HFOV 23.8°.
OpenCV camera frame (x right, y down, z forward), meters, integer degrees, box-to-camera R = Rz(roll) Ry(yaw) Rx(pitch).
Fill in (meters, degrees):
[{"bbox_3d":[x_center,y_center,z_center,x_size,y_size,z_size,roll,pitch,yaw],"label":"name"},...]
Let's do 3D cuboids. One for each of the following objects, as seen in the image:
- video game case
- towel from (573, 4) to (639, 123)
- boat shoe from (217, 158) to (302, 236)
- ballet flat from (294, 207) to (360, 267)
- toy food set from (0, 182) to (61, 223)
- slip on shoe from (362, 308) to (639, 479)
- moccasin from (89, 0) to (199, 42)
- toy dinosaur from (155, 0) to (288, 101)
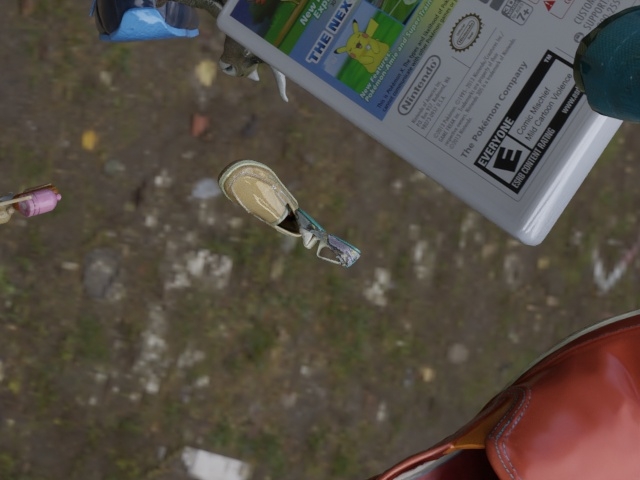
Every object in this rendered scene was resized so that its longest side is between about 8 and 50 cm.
[{"bbox_3d":[0.117,-0.209,0.988,0.329,0.300,0.036,-57,148,9],"label":"video game case"},{"bbox_3d":[0.280,-0.036,0.449,0.271,0.370,0.040,-14,114,-20],"label":"towel"},{"bbox_3d":[-0.071,-0.054,2.103,0.068,0.072,0.190,-42,149,12],"label":"boat shoe"},{"bbox_3d":[0.000,0.000,2.024,0.041,0.114,0.041,-42,154,-26],"label":"ballet flat"},{"bbox_3d":[-0.253,-0.030,1.281,0.122,0.078,0.019,-71,147,-81],"label":"toy food set"},{"bbox_3d":[0.107,0.131,0.785,0.331,0.101,0.123,-26,86,-11],"label":"slip on shoe"},{"bbox_3d":[-0.188,-0.284,1.710,0.138,0.342,0.117,-6,98,-12],"label":"moccasin"},{"bbox_3d":[-0.045,-0.216,1.299,0.160,0.313,0.121,20,83,-16],"label":"toy dinosaur"}]
